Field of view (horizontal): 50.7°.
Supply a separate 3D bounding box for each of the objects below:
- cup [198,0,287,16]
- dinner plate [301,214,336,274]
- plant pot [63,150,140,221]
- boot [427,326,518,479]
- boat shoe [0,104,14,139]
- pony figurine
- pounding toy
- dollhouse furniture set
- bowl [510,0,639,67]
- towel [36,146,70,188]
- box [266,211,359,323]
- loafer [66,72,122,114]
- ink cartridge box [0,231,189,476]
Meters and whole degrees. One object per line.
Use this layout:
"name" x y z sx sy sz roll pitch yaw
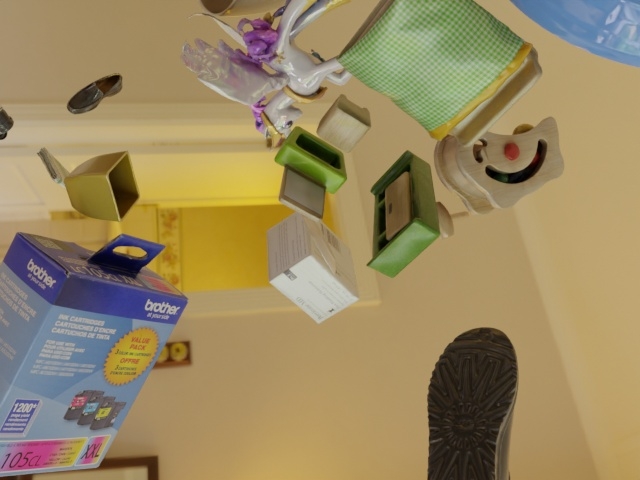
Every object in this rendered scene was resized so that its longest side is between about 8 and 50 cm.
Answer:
"cup" -0.124 -0.667 1.547 0.331 0.236 0.331 4 -85 56
"dinner plate" 0.000 0.000 1.291 0.141 0.017 0.141 61 5 -8
"plant pot" -0.331 -0.081 1.008 0.081 0.083 0.082 -75 162 -57
"boot" 0.310 0.421 1.254 0.445 0.146 0.367 57 44 -47
"boat shoe" -0.744 -0.259 1.529 0.228 0.076 0.080 -5 -135 52
"pony figurine" -0.085 -0.378 1.387 0.363 0.351 0.303 -38 -151 27
"pounding toy" 0.267 -0.124 1.154 0.154 0.269 0.155 63 -23 -3
"dollhouse furniture set" 0.097 -0.131 0.789 0.301 0.197 0.151 -47 -156 37
"bowl" 0.387 -0.372 0.818 0.077 0.391 0.391 105 -21 -58
"towel" -0.575 -0.132 1.525 0.113 0.023 0.152 53 -6 30
"box" -0.019 0.054 1.516 0.181 0.119 0.182 43 24 -33
"loafer" -0.600 -0.396 1.792 0.062 0.170 0.061 47 -28 -4
"ink cartridge box" -0.392 0.156 1.060 0.270 0.151 0.396 23 94 -59
